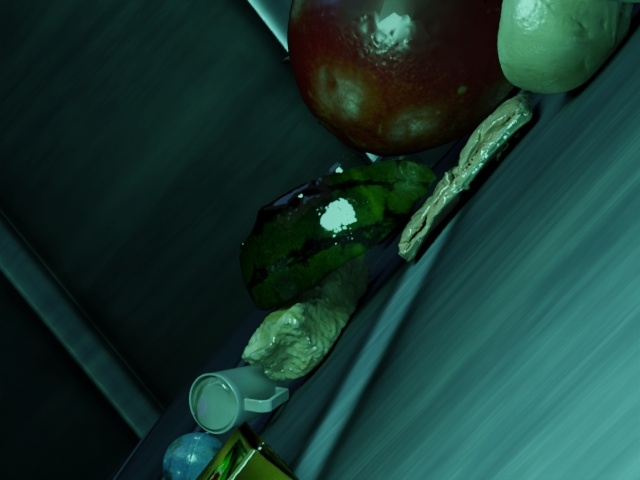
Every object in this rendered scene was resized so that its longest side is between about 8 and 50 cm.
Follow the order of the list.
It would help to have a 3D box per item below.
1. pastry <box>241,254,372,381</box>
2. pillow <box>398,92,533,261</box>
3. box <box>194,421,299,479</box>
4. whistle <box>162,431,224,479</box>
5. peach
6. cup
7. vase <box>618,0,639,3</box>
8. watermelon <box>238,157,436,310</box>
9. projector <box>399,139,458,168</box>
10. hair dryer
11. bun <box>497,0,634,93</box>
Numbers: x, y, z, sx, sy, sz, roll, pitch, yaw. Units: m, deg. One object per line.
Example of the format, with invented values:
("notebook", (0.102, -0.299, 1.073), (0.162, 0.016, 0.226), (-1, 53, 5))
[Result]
("pastry", (-0.012, 0.090, 1.957), (0.121, 0.089, 0.258), (-46, 6, 27))
("pillow", (0.165, -0.075, 1.805), (0.232, 0.043, 0.126), (-53, -2, 17))
("box", (-0.089, 0.253, 1.423), (0.159, 0.071, 0.240), (-49, 4, -6))
("whistle", (-0.152, 0.278, 1.854), (0.090, 0.090, 0.158), (-50, 4, 25))
("peach", (0.146, -0.318, 2.125), (0.406, 0.335, 0.310), (-46, 0, -24))
("cup", (-0.089, 0.192, 1.919), (0.104, 0.074, 0.116), (2, 7, 36))
("vase", (0.328, -0.375, 1.433), (0.245, 0.245, 0.291), (-49, -2, 37))
("watermelon", (0.000, 0.000, 1.887), (0.301, 0.123, 0.129), (-35, -20, 32))
("projector", (0.189, -0.181, 2.414), (0.115, 0.061, 0.147), (-50, 3, 45))
("hair dryer", (0.095, -0.075, 2.240), (0.071, 0.124, 0.219), (-47, -11, 27))
("bun", (0.258, -0.231, 1.592), (0.173, 0.113, 0.166), (-69, -23, -7))
